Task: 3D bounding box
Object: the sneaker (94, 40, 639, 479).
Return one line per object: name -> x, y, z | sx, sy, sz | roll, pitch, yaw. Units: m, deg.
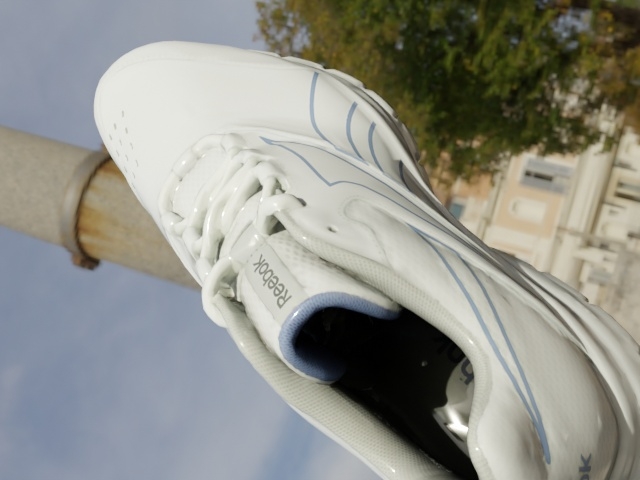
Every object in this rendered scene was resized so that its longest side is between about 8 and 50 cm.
sneaker -> 0.000, 0.000, 0.397 | 0.129, 0.297, 0.111 | 8, -64, -57
